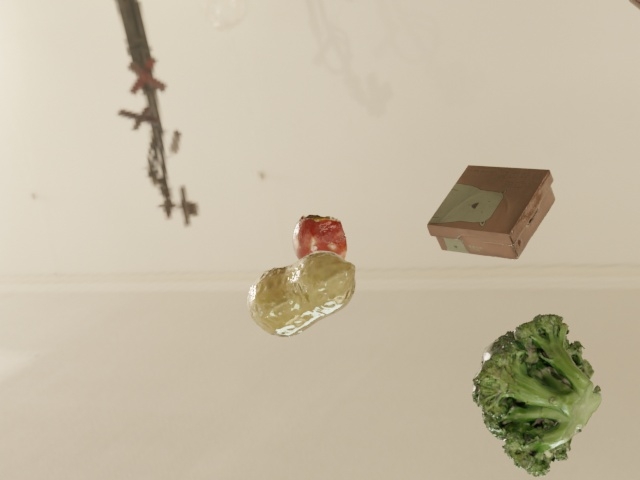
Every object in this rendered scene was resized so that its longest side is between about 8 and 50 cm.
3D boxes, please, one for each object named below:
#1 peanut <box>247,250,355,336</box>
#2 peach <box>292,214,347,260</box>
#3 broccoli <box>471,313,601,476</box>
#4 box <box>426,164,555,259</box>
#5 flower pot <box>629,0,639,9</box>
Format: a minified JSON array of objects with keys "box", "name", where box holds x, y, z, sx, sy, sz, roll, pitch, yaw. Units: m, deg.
[{"box":[-0.030,0.082,1.398,0.120,0.110,0.236,19,153,-29],"name":"peanut"},{"box":[-0.002,0.006,2.027,0.151,0.151,0.118,-3,-163,29],"name":"peach"},{"box":[0.420,0.284,1.712,0.265,0.294,0.245,-2,-166,-22],"name":"broccoli"},{"box":[0.380,-0.066,2.011,0.215,0.086,0.215,8,-130,40],"name":"box"},{"box":[0.461,-0.336,1.222,0.111,0.111,0.089,-22,-132,-34],"name":"flower pot"}]
